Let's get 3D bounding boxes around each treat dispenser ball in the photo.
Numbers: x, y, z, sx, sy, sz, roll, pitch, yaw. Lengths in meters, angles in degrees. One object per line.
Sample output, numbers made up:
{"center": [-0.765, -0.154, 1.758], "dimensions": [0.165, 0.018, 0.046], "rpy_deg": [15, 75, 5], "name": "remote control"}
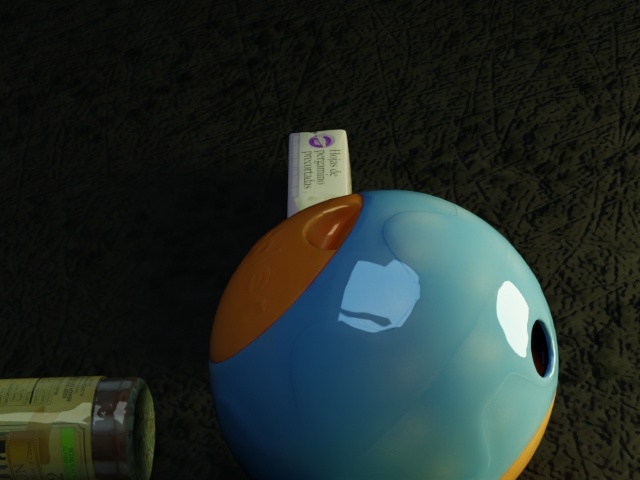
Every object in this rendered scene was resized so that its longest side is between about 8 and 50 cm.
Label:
{"center": [0.052, 0.102, 1.592], "dimensions": [0.288, 0.288, 0.288], "rpy_deg": [-5, 35, 3], "name": "treat dispenser ball"}

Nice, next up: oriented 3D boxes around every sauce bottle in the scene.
{"center": [-0.322, 0.179, 1.707], "dimensions": [0.344, 0.111, 0.111], "rpy_deg": [-4, 35, 8], "name": "sauce bottle"}

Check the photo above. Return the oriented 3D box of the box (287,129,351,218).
{"center": [0.000, 0.000, 1.941], "dimensions": [0.063, 0.067, 0.324], "rpy_deg": [-4, 34, 3], "name": "box"}
